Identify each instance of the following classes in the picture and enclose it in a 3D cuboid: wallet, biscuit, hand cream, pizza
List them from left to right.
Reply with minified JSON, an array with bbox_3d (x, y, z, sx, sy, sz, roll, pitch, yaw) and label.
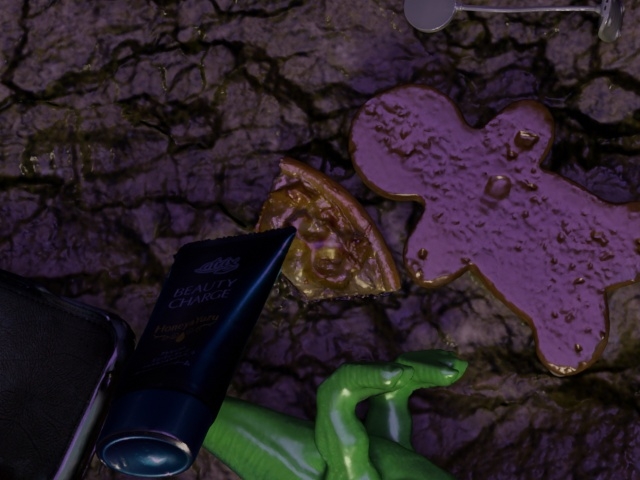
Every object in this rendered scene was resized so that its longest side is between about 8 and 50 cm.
[{"bbox_3d":[-0.320,0.103,1.244,0.318,0.045,0.172,17,79,24],"label":"wallet"},{"bbox_3d":[-0.104,0.082,1.181,0.120,0.270,0.061,-10,124,24],"label":"hand cream"},{"bbox_3d":[0.000,0.000,1.274,0.099,0.036,0.160,-40,82,-1],"label":"pizza"},{"bbox_3d":[0.156,-0.030,1.262,0.301,0.049,0.197,36,82,7],"label":"biscuit"}]

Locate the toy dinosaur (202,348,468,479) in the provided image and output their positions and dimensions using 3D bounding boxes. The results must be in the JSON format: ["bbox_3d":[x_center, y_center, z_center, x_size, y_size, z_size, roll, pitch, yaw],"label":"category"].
[{"bbox_3d":[0.003,0.278,1.224,0.500,0.144,0.374,-8,95,14],"label":"toy dinosaur"}]

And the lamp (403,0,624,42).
[{"bbox_3d":[0.177,-0.210,1.296,0.198,0.056,0.050,5,84,16],"label":"lamp"}]
